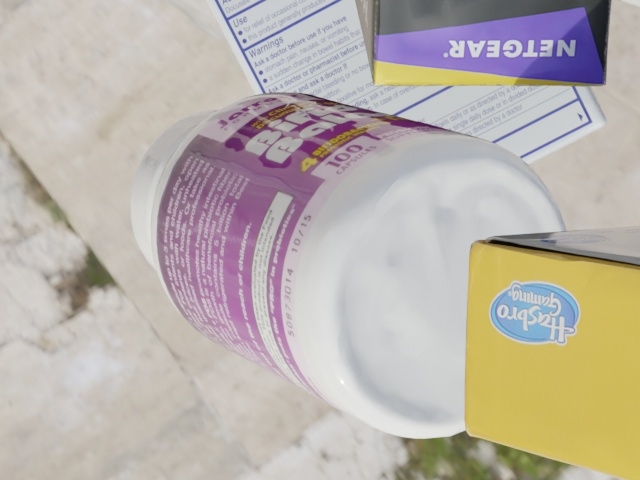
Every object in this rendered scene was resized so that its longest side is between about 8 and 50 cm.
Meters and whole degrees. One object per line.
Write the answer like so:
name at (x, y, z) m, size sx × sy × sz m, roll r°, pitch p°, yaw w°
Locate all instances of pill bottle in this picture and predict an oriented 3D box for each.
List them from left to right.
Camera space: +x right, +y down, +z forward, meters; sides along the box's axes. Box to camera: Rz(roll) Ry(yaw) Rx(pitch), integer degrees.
pill bottle at (0.000, 0.000, 1.090) m, size 0.169 × 0.301 × 0.169 m, roll -7°, pitch 104°, yaw -28°

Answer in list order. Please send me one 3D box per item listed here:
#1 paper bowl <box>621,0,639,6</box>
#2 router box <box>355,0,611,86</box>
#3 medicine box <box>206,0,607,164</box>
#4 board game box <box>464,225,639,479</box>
paper bowl at (0.158, -0.222, 0.974) m, size 0.284 × 0.284 × 0.148 m, roll 24°, pitch 91°, yaw -28°
router box at (0.047, -0.222, 0.661) m, size 0.081 × 0.309 × 0.243 m, roll -1°, pitch 115°, yaw -3°
medicine box at (0.075, -0.176, 1.635) m, size 0.263 × 0.149 × 0.289 m, roll -27°, pitch 95°, yaw 9°
board game box at (0.235, 0.042, 0.521) m, size 0.242 × 0.316 × 0.064 m, roll -4°, pitch 100°, yaw -39°
